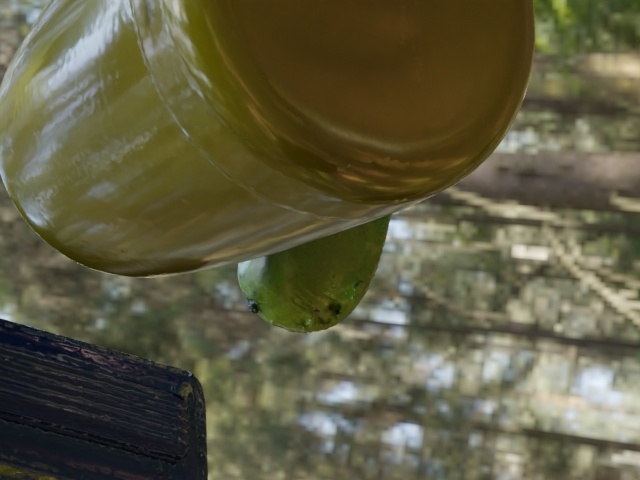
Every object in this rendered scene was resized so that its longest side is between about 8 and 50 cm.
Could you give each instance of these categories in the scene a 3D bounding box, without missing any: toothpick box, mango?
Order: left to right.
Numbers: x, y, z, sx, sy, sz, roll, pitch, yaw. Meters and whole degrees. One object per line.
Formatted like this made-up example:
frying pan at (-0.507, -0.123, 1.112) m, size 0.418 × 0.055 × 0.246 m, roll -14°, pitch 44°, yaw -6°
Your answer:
toothpick box at (-0.044, -0.074, 0.803) m, size 0.175 × 0.271 × 0.175 m, roll 8°, pitch -106°, yaw -29°
mango at (0.000, 0.000, 1.585) m, size 0.119 × 0.100 × 0.178 m, roll 36°, pitch -97°, yaw -10°

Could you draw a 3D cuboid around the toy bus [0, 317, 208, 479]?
toy bus at (-0.244, 0.157, 1.301) m, size 0.287 × 0.175 × 0.138 m, roll 18°, pitch -141°, yaw -20°
